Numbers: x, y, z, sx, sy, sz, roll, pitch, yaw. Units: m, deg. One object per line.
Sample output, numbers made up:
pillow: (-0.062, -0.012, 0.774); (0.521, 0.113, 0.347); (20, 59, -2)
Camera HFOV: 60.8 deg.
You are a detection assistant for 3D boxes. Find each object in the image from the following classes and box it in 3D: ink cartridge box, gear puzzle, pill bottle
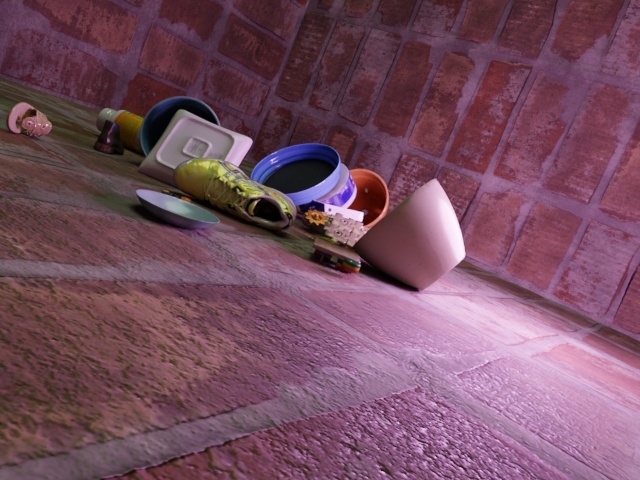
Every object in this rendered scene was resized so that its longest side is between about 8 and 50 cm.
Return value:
ink cartridge box: (0.036, -0.095, 2.147); (0.209, 0.045, 0.206); (15, -13, -13)
gear puzzle: (0.092, -0.017, 1.925); (0.339, 0.044, 0.175); (24, 38, 3)
pill bottle: (-0.762, -0.441, 2.188); (0.246, 0.136, 0.136); (24, 8, 8)

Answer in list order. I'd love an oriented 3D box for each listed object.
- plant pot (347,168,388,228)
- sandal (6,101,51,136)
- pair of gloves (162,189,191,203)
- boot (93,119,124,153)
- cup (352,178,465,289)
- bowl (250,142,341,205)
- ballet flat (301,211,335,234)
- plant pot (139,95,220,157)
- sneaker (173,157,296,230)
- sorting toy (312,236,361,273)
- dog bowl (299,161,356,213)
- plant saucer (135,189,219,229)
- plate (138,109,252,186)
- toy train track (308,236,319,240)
plant pot: (0.185, -0.158, 2.523); (0.291, 0.290, 0.203); (26, -9, 22)
sandal: (-0.806, -0.337, 1.562); (0.079, 0.088, 0.240); (15, 4, -10)
pair of gloves: (-0.401, -0.123, 1.525); (0.083, 0.010, 0.074); (18, 9, -26)
boot: (-0.715, -0.361, 1.899); (0.082, 0.106, 0.219); (21, 8, -11)
cup: (0.297, 0.008, 1.652); (0.237, 0.331, 0.331); (50, 13, 8)
bowl: (-0.101, -0.279, 2.316); (0.391, 0.391, 0.077); (30, -33, 43)
ballet flat: (0.042, -0.050, 2.027); (0.241, 0.091, 0.077); (12, 35, -36)
plant pot: (-0.471, -0.341, 1.955); (0.272, 0.271, 0.255); (23, -6, 2)
sneaker: (-0.243, -0.141, 1.609); (0.385, 0.145, 0.147); (19, 8, -12)
sorting toy: (0.038, 0.042, 1.501); (0.133, 0.046, 0.274); (22, 8, -1)
dog bowl: (0.016, -0.222, 2.377); (0.265, 0.265, 0.104); (30, -23, 41)
plant saucer: (-0.326, -0.062, 1.233); (0.195, 0.037, 0.195); (21, 8, -3)
plate: (-0.398, -0.286, 1.754); (0.278, 0.277, 0.045); (23, -27, 3)
toy train track: (0.000, 0.000, 1.797); (0.083, 0.014, 0.048); (20, 9, -22)
